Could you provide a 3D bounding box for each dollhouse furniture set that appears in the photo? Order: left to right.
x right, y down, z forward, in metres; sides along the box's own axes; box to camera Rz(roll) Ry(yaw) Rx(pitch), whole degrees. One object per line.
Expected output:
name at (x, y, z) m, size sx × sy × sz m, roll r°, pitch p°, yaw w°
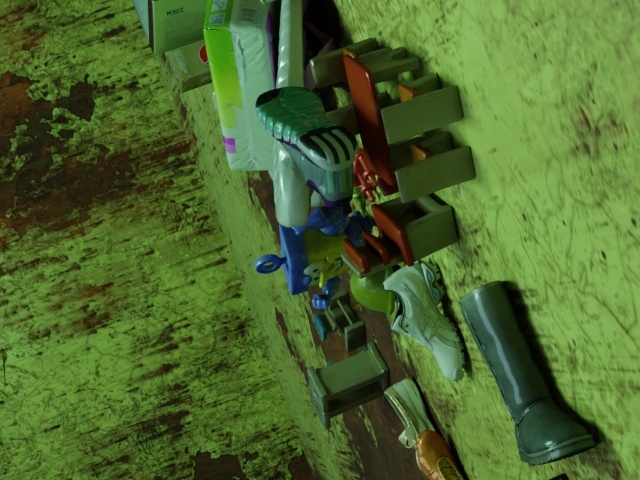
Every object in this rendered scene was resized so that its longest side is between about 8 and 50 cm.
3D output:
dollhouse furniture set at (0.027, 0.216, 2.290) m, size 0.129 × 0.129 × 0.184 m, roll 86°, pitch 159°, yaw -54°
dollhouse furniture set at (0.071, -0.097, 1.539) m, size 0.262 × 0.135 × 0.259 m, roll -133°, pitch 25°, yaw -62°

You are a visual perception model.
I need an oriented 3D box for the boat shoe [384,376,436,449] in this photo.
boat shoe at (0.152, 0.306, 2.037) m, size 0.063 × 0.059 × 0.170 m, roll 87°, pitch 161°, yaw -69°

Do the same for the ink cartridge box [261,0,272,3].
ink cartridge box at (-0.031, -0.414, 1.317) m, size 0.270 × 0.198 × 0.197 m, roll -121°, pitch 16°, yaw -45°

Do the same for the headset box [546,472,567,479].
headset box at (0.288, 0.326, 1.521) m, size 0.062 × 0.032 × 0.083 m, roll 103°, pitch 144°, yaw -70°

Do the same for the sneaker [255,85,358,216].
sneaker at (-0.020, -0.111, 1.545) m, size 0.224 × 0.083 × 0.098 m, roll -126°, pitch 26°, yaw -56°

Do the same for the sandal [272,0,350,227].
sandal at (-0.012, -0.190, 1.746) m, size 0.169 × 0.102 × 0.416 m, roll 100°, pitch 172°, yaw -57°

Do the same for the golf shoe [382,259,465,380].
golf shoe at (0.138, 0.117, 1.729) m, size 0.069 × 0.086 × 0.176 m, roll -179°, pitch 67°, yaw -76°

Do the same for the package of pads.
package of pads at (-0.103, -0.286, 1.931) m, size 0.296 × 0.101 × 0.229 m, roll 85°, pitch -173°, yaw -50°

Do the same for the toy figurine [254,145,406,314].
toy figurine at (0.000, 0.000, 1.833) m, size 0.362 × 0.217 × 0.191 m, roll 93°, pitch 154°, yaw -62°

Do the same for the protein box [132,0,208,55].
protein box at (-0.204, -0.430, 2.075) m, size 0.201 × 0.199 × 0.136 m, roll 112°, pitch 137°, yaw -73°

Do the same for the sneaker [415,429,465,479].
sneaker at (0.202, 0.369, 1.958) m, size 0.175 × 0.064 × 0.067 m, roll 63°, pitch 154°, yaw -4°

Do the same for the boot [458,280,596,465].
boot at (0.228, 0.145, 1.431) m, size 0.189 × 0.076 × 0.209 m, roll 142°, pitch 114°, yaw -76°

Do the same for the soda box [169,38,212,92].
soda box at (-0.159, -0.309, 2.122) m, size 0.061 × 0.181 × 0.058 m, roll 114°, pitch 134°, yaw -73°

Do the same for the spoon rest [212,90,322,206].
spoon rest at (-0.076, -0.170, 2.181) m, size 0.276 × 0.084 × 0.137 m, roll 50°, pitch 163°, yaw 21°
